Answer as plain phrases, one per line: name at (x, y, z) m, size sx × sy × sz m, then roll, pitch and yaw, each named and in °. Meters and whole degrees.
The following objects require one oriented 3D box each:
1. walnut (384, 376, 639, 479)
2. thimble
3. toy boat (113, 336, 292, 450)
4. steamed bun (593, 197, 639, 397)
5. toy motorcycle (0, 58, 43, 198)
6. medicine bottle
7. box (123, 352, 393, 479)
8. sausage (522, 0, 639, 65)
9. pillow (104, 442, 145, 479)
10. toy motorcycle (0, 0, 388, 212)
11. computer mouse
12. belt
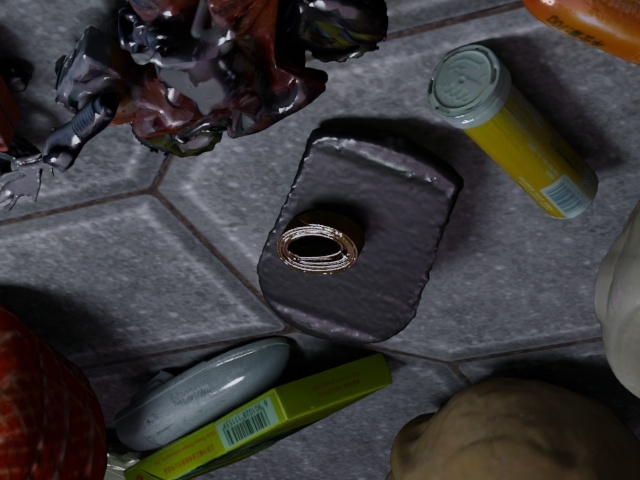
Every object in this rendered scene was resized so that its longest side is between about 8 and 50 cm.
walnut at (0.239, 0.340, 1.962) m, size 0.381 × 0.381 × 0.381 m, roll 2°, pitch 149°, yaw 1°
thimble at (-0.426, 0.251, 1.861) m, size 0.350 × 0.350 × 0.230 m, roll -10°, pitch 146°, yaw 22°
toy boat at (-0.141, 0.177, 1.972) m, size 0.260 × 0.085 × 0.078 m, roll -29°, pitch 139°, yaw 26°
steamed bun at (0.392, 0.044, 1.535) m, size 0.236 × 0.247 × 0.383 m, roll 16°, pitch 153°, yaw 18°
toy motorcycle at (-0.354, -0.130, 1.452) m, size 0.171 × 0.089 × 0.298 m, roll 0°, pitch 150°, yaw 9°
medicine bottle at (0.181, -0.093, 1.481) m, size 0.074 × 0.074 × 0.218 m, roll -16°, pitch 146°, yaw 29°
box at (-0.082, 0.231, 1.992) m, size 0.187 × 0.047 × 0.335 m, roll -15°, pitch 168°, yaw -44°
sausage at (0.280, -0.180, 1.306) m, size 0.312 × 0.093 × 0.093 m, roll 17°, pitch 147°, yaw -21°
pillow at (-0.348, 0.341, 2.261) m, size 0.280 × 0.076 × 0.274 m, roll 3°, pitch 147°, yaw 12°
toy motorcycle at (-0.141, -0.142, 1.369) m, size 0.207 × 0.134 × 0.401 m, roll 28°, pitch 140°, yaw -35°
computer mouse at (0.039, -0.011, 1.621) m, size 0.168 × 0.087 × 0.295 m, roll 21°, pitch 132°, yaw -1°
belt at (0.000, 0.000, 1.562) m, size 0.083 × 0.036 × 0.059 m, roll -1°, pitch 119°, yaw 20°
